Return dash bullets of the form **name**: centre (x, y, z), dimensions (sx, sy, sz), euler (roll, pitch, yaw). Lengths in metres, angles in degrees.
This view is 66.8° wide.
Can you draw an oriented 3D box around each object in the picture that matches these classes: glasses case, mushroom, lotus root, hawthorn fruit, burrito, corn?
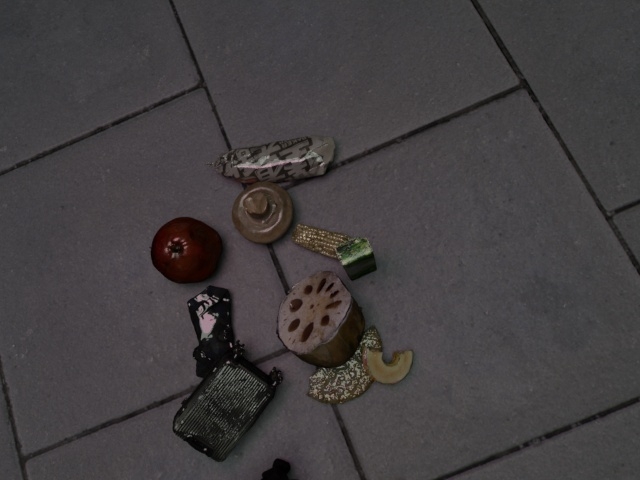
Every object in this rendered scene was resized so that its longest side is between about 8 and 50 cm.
- **glasses case**: centre (0.107, 0.055, 1.419), dimensions (0.095, 0.272, 0.062), euler (-24, 74, 2)
- **mushroom**: centre (-0.188, -0.094, 1.533), dimensions (0.205, 0.204, 0.204), euler (-2, 77, 7)
- **lotus root**: centre (0.021, 0.241, 1.424), dimensions (0.272, 0.192, 0.272), euler (-30, 36, 25)
- **hawthorn fruit**: centre (-0.426, 0.026, 1.508), dimensions (0.224, 0.261, 0.223), euler (0, 83, 3)
- **burrito**: centre (-0.167, -0.260, 1.619), dimensions (0.446, 0.101, 0.138), euler (-7, 87, 4)
- **corn**: centre (0.000, 0.000, 1.544), dimensions (0.211, 0.087, 0.087), euler (17, 80, 10)

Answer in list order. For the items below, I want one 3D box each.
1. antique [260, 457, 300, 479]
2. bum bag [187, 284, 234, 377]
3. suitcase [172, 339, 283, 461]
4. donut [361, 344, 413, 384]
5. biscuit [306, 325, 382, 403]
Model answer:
- **antique**: centre (-0.159, 0.773, 1.305), dimensions (0.185, 0.255, 0.322), euler (16, 78, 13)
- **bum bag**: centre (-0.339, 0.296, 1.527), dimensions (0.137, 0.074, 0.309), euler (-8, 82, -7)
- **suitcase**: centre (-0.272, 0.472, 1.429), dimensions (0.202, 0.128, 0.312), euler (38, 85, -9)
- **donut**: centre (0.191, 0.366, 1.424), dimensions (0.166, 0.065, 0.108), euler (8, 85, -19)
- **biscuit**: centre (0.091, 0.399, 1.464), dimensions (0.290, 0.038, 0.141), euler (-39, 79, -5)
